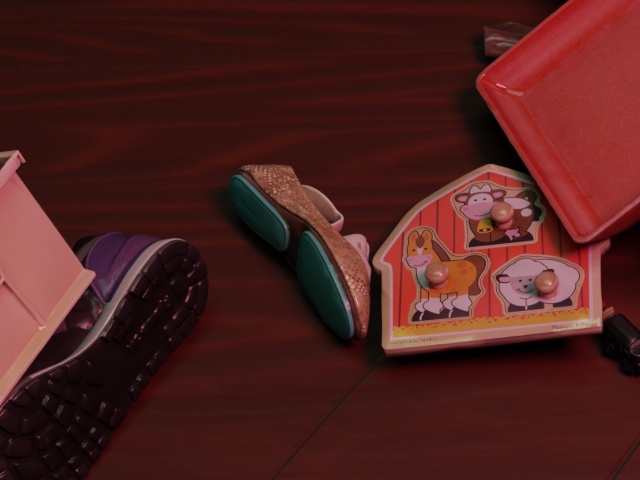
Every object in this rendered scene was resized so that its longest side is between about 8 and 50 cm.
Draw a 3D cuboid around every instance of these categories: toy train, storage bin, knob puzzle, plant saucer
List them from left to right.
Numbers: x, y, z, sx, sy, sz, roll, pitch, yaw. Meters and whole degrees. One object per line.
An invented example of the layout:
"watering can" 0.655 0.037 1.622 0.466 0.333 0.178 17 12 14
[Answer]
"storage bin" -0.349 0.071 1.216 0.262 0.123 0.260 -2 42 39
"knob puzzle" 0.135 0.002 1.304 0.213 0.030 0.213 -9 44 9
"toy train" 0.208 0.048 1.293 0.027 0.036 0.158 -29 51 -19
"plant saucer" 0.276 -0.136 1.329 0.259 0.048 0.258 -40 37 13

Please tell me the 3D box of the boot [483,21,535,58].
"boot" 0.193 -0.161 1.484 0.114 0.037 0.106 18 39 17

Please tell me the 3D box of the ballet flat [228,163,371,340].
"ballet flat" 0.000 0.000 1.344 0.067 0.073 0.206 -17 50 -28

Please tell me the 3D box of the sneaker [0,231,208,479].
"sneaker" -0.214 0.101 1.272 0.124 0.107 0.283 12 45 36
